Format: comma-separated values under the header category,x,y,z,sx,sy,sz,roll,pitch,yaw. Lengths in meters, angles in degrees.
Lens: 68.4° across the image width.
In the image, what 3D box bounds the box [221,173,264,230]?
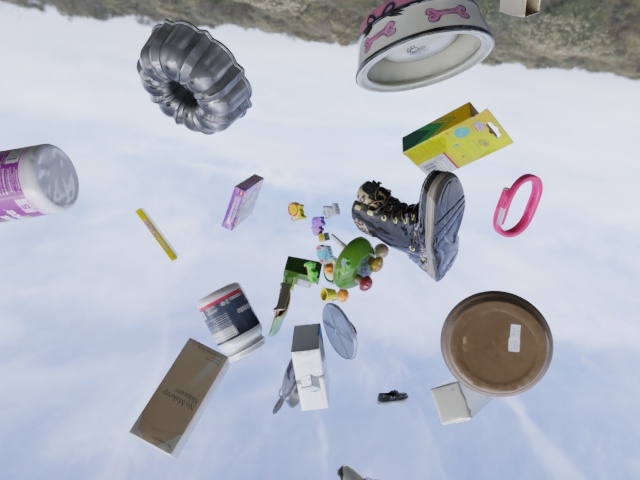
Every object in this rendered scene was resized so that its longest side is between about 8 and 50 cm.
category,x,y,z,sx,sy,sz,roll,pitch,yaw
box,-0.355,-0.182,2.181,0.057,0.200,0.293,23,-158,2

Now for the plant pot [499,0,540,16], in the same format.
category,x,y,z,sx,sy,sz,roll,pitch,yaw
plant pot,0.646,-0.790,1.530,0.096,0.109,0.109,22,-139,40

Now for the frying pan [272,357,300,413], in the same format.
category,x,y,z,sx,sy,sz,roll,pitch,yaw
frying pan,-0.105,0.477,1.614,0.053,0.326,0.197,23,-121,-16

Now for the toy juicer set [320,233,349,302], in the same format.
category,x,y,z,sx,sy,sz,roll,pitch,yaw
toy juicer set,0.073,0.135,2.204,0.090,0.328,0.209,3,-178,-31

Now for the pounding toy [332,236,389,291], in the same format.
category,x,y,z,sx,sy,sz,roll,pitch,yaw
pounding toy,0.152,0.093,1.511,0.110,0.182,0.237,30,-166,33

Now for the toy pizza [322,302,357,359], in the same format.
category,x,y,z,sx,sy,sz,roll,pitch,yaw
toy pizza,0.069,0.298,1.563,0.032,0.201,0.201,-19,-145,-26

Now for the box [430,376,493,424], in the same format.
category,x,y,z,sx,sy,sz,roll,pitch,yaw
box,0.440,0.473,1.449,0.094,0.113,0.275,-26,161,28

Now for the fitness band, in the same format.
category,x,y,z,sx,sy,sz,roll,pitch,yaw
fitness band,0.840,-0.146,2.007,0.209,0.290,0.054,-4,-151,-30

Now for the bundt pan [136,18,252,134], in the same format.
category,x,y,z,sx,sy,sz,roll,pitch,yaw
bundt pan,-0.358,-0.422,1.295,0.331,0.330,0.124,17,-119,19

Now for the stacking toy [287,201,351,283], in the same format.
category,x,y,z,sx,sy,sz,roll,pitch,yaw
stacking toy,0.000,0.000,1.291,0.052,0.221,0.167,-15,175,40

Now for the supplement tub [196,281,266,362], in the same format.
category,x,y,z,sx,sy,sz,roll,pitch,yaw
supplement tub,-0.347,0.318,1.856,0.191,0.272,0.191,-28,179,0

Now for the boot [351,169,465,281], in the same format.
category,x,y,z,sx,sy,sz,roll,pitch,yaw
boot,0.212,-0.072,1.201,0.284,0.377,0.138,33,-108,31

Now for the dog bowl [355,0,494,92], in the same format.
category,x,y,z,sx,sy,sz,roll,pitch,yaw
dog bowl,0.292,-0.590,1.402,0.408,0.150,0.408,-10,178,0

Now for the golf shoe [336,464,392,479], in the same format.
category,x,y,z,sx,sy,sz,roll,pitch,yaw
golf shoe,0.172,0.747,1.399,0.273,0.120,0.105,31,-178,34

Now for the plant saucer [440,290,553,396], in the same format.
category,x,y,z,sx,sy,sz,roll,pitch,yaw
plant saucer,0.450,0.268,1.207,0.278,0.277,0.041,14,-176,13

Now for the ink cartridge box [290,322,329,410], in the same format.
category,x,y,z,sx,sy,sz,roll,pitch,yaw
ink cartridge box,-0.026,0.345,1.295,0.082,0.190,0.139,-9,-161,4

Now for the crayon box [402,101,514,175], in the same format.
category,x,y,z,sx,sy,sz,roll,pitch,yaw
crayon box,0.471,-0.346,1.632,0.202,0.319,0.081,33,-132,-38

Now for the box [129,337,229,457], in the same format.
category,x,y,z,sx,sy,sz,roll,pitch,yaw
box,-0.414,0.472,1.420,0.148,0.121,0.311,24,-121,5

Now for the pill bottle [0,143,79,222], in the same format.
category,x,y,z,sx,sy,sz,roll,pitch,yaw
pill bottle,-0.762,-0.127,1.127,0.302,0.169,0.169,-8,-156,7

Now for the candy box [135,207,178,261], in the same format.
category,x,y,z,sx,sy,sz,roll,pitch,yaw
candy box,-0.559,-0.022,1.618,0.027,0.205,0.105,-35,-168,-8

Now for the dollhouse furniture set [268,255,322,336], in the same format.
category,x,y,z,sx,sy,sz,roll,pitch,yaw
dollhouse furniture set,-0.102,0.244,1.949,0.151,0.197,0.301,14,-135,-1

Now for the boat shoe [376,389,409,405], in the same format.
category,x,y,z,sx,sy,sz,roll,pitch,yaw
boat shoe,0.250,0.532,1.605,0.142,0.040,0.049,4,-177,-37
